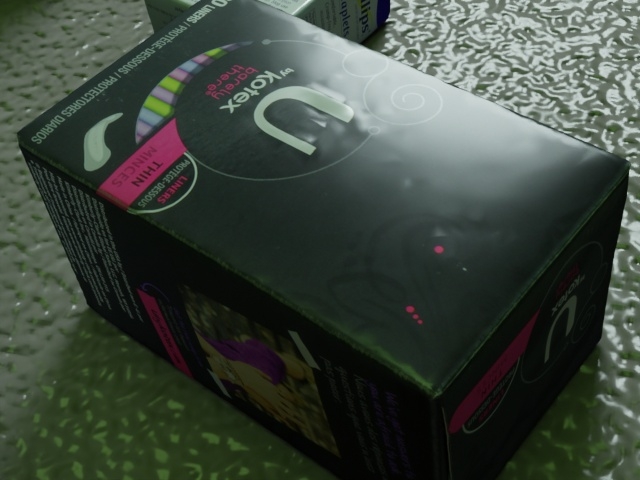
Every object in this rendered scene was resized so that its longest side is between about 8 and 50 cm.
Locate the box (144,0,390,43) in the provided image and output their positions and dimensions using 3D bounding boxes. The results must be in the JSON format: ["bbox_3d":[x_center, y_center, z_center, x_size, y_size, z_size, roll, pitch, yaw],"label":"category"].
[{"bbox_3d":[-0.036,-0.176,0.767,0.126,0.072,0.137,29,58,29],"label":"box"}]

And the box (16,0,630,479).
[{"bbox_3d":[0.000,0.000,0.557,0.270,0.143,0.165,29,58,28],"label":"box"}]
